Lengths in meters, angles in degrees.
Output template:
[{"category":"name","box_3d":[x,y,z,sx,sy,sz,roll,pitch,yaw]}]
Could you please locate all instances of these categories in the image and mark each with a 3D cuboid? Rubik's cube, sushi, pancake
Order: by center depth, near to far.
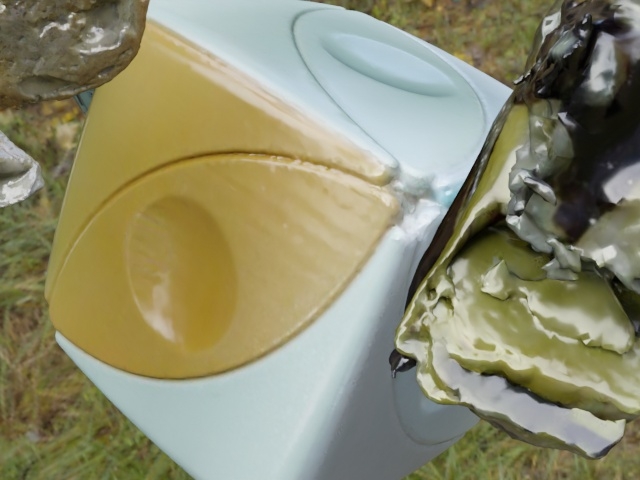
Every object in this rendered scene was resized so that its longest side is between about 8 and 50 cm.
[{"category":"sushi","box_3d":[0.138,-0.053,0.342,0.139,0.291,0.131,26,4,8]},{"category":"pancake","box_3d":[-0.156,-0.133,0.459,0.151,0.152,0.025,-20,34,-7]},{"category":"Rubik's cube","box_3d":[0.000,0.000,0.843,0.347,0.352,0.351,36,27,29]}]

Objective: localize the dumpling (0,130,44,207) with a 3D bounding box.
[{"category":"dumpling","box_3d":[-0.483,-0.155,1.096,0.166,0.086,0.332,-38,78,-21]}]

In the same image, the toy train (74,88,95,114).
[{"category":"toy train","box_3d":[-0.206,-0.167,0.836,0.048,0.252,0.055,4,73,1]}]
